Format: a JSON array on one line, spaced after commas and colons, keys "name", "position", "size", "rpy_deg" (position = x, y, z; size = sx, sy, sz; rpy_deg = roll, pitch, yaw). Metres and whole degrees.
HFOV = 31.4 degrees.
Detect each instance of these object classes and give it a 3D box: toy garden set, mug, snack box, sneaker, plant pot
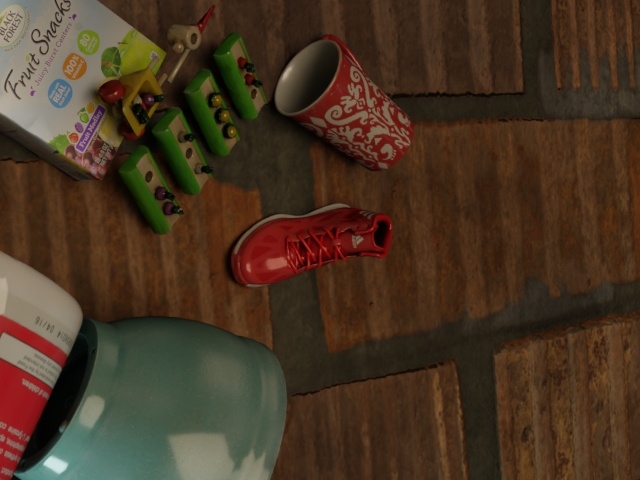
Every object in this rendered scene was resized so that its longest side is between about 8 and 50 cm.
[{"name": "toy garden set", "position": [-0.147, -0.158, 1.325], "size": [0.244, 0.049, 0.204], "rpy_deg": [-57, 144, -29]}, {"name": "mug", "position": [0.044, -0.186, 1.501], "size": [0.169, 0.113, 0.150], "rpy_deg": [35, 71, -37]}, {"name": "snack box", "position": [-0.297, -0.190, 1.250], "size": [0.207, 0.070, 0.174], "rpy_deg": [34, 70, -32]}, {"name": "sneaker", "position": [0.000, 0.000, 1.451], "size": [0.221, 0.128, 0.087], "rpy_deg": [-27, 107, -36]}, {"name": "plant pot", "position": [-0.202, 0.197, 1.194], "size": [0.196, 0.293, 0.293], "rpy_deg": [32, 70, -29]}]

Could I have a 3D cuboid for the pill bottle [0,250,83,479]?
[{"name": "pill bottle", "position": [-0.404, 0.201, 1.061], "size": [0.229, 0.229, 0.407], "rpy_deg": [34, 69, -34]}]
